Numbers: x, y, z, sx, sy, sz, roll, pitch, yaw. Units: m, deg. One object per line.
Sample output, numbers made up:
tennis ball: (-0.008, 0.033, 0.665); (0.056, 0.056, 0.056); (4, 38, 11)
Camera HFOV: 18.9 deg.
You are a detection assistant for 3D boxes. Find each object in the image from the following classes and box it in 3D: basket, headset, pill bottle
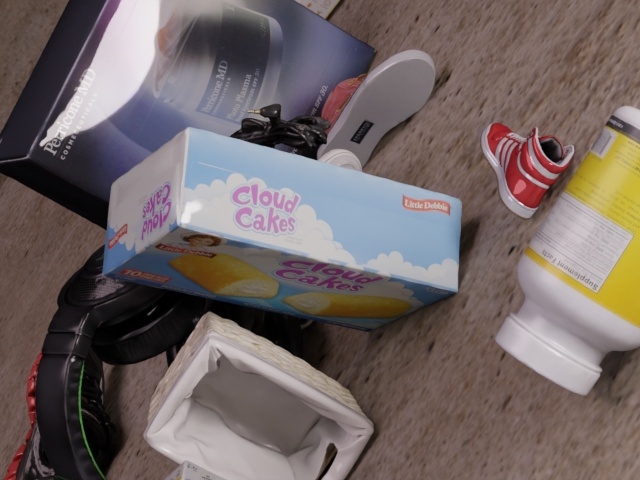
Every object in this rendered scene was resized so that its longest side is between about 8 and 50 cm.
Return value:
basket: (-0.056, 0.147, 1.641); (0.113, 0.167, 0.103); (-56, 16, 11)
headset: (-0.104, 0.068, 1.746); (0.185, 0.243, 0.394); (-3, 64, 47)
pill bottle: (0.198, 0.009, 1.304); (0.184, 0.103, 0.103); (-58, 20, 7)

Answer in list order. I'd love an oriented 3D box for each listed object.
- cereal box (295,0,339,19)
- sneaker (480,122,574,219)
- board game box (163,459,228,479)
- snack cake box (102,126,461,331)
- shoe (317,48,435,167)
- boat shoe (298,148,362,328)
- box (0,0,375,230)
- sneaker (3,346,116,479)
cereal box: (0.017, -0.353, 2.311); (0.240, 0.047, 0.173); (-51, 22, 24)
sneaker: (0.169, -0.075, 1.576); (0.067, 0.042, 0.118); (-54, 28, 27)
board game box: (-0.073, 0.244, 1.563); (0.103, 0.154, 0.026); (-44, 26, 37)
snack cake box: (-0.031, -0.004, 1.622); (0.152, 0.264, 0.089); (-27, 54, 57)
shoe: (0.052, -0.145, 1.920); (0.178, 0.063, 0.081); (-50, 27, 38)
boat shoe: (0.000, 0.000, 1.856); (0.063, 0.066, 0.184); (15, 76, 59)
box: (-0.150, -0.142, 2.069); (0.296, 0.294, 0.183); (-65, 20, -11)
sneaker: (-0.285, 0.203, 2.212); (0.135, 0.098, 0.276); (-42, 29, 42)
